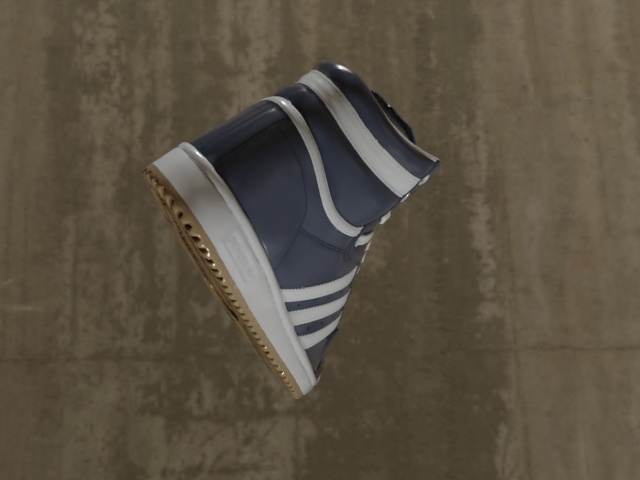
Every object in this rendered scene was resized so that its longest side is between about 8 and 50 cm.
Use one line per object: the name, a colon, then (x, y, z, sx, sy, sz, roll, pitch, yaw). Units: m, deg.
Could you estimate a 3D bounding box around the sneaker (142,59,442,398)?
sneaker: (0.000, 0.000, 0.593, 0.099, 0.153, 0.282, 46, -12, 28)
